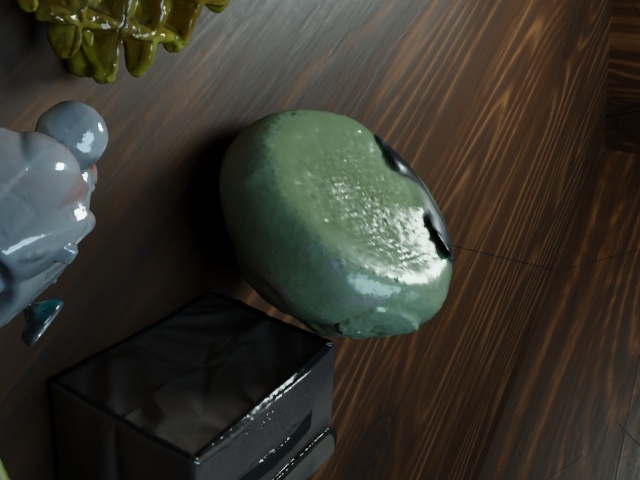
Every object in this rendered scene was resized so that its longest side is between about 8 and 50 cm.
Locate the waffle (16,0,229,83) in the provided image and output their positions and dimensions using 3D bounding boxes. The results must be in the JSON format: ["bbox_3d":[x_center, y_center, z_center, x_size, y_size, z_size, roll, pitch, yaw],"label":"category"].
[{"bbox_3d":[-0.135,-0.269,0.588,0.293,0.069,0.260,-53,155,-18],"label":"waffle"}]

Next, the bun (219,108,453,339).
[{"bbox_3d":[0.000,0.000,0.854,0.187,0.293,0.293,-50,169,35],"label":"bun"}]

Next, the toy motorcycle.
[{"bbox_3d":[-0.192,-0.015,0.481,0.171,0.110,0.260,-51,-169,8],"label":"toy motorcycle"}]

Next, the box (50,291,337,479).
[{"bbox_3d":[-0.115,0.179,0.748,0.252,0.188,0.153,-28,129,-52],"label":"box"}]

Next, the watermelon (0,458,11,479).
[{"bbox_3d":[-0.289,0.132,0.498,0.193,0.137,0.145,-10,76,-61],"label":"watermelon"}]
